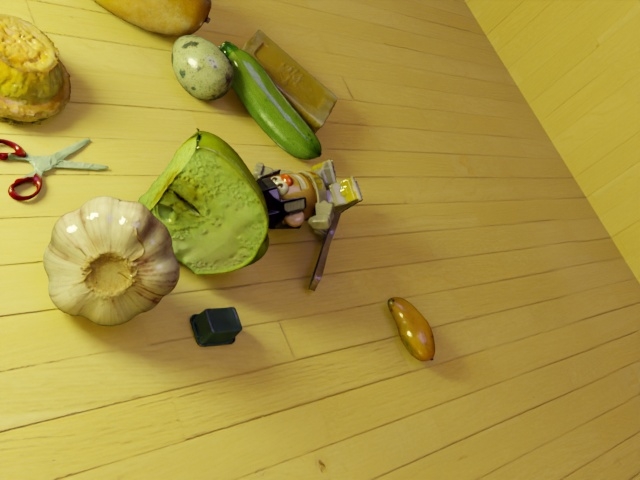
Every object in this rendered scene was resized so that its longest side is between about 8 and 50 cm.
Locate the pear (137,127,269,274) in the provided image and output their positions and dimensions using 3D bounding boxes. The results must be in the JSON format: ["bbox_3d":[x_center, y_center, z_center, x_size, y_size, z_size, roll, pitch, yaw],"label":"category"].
[{"bbox_3d":[-0.221,-0.067,1.615,0.282,0.286,0.176,33,21,-19],"label":"pear"}]

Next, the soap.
[{"bbox_3d":[-0.108,-0.444,2.168,0.315,0.091,0.199,39,40,-12],"label":"soap"}]

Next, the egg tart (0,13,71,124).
[{"bbox_3d":[-0.642,-0.375,1.576,0.288,0.118,0.288,25,40,-24],"label":"egg tart"}]

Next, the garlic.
[{"bbox_3d":[-0.399,0.022,1.432,0.245,0.245,0.253,30,9,-23],"label":"garlic"}]

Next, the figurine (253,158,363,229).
[{"bbox_3d":[-0.059,-0.107,1.870,0.308,0.308,0.143,-32,124,-52],"label":"figurine"}]

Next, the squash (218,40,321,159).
[{"bbox_3d":[-0.142,-0.365,2.037,0.395,0.107,0.107,51,37,-14],"label":"squash"}]

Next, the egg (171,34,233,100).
[{"bbox_3d":[-0.305,-0.442,1.931,0.182,0.141,0.141,49,38,-5],"label":"egg"}]

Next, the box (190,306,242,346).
[{"bbox_3d":[-0.213,0.175,1.574,0.099,0.054,0.074,0,57,-44],"label":"box"}]

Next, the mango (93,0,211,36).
[{"bbox_3d":[-0.457,-0.651,1.924,0.384,0.199,0.221,20,53,-15],"label":"mango"}]

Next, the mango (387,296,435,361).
[{"bbox_3d":[0.238,0.229,1.955,0.098,0.075,0.190,2,51,-53],"label":"mango"}]

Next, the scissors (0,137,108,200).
[{"bbox_3d":[-0.554,-0.161,1.557,0.247,0.017,0.144,-22,76,-52],"label":"scissors"}]

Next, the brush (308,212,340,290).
[{"bbox_3d":[0.000,0.000,1.927,0.065,0.070,0.327,22,43,-5],"label":"brush"}]
